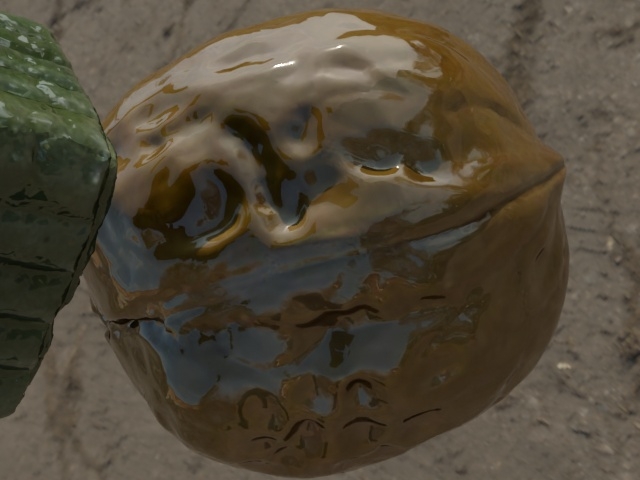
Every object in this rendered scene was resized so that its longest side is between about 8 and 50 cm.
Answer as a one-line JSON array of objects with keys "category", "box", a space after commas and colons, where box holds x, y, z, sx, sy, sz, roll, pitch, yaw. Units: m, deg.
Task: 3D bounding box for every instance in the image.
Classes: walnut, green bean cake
[{"category": "walnut", "box": [0.000, 0.000, 0.842, 0.397, 0.354, 0.308, -13, 16, 9]}, {"category": "green bean cake", "box": [-0.189, -0.018, 0.569, 0.185, 0.094, 0.183, -64, 36, 20]}]
